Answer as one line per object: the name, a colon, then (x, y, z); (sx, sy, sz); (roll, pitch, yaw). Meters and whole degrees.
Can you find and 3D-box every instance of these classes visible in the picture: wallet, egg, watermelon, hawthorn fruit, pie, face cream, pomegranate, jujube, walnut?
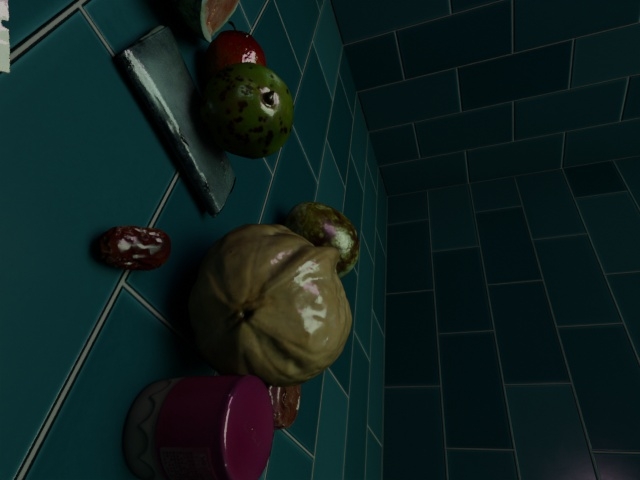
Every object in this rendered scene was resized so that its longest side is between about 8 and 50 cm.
wallet: (-0.289, -0.253, 0.929); (0.191, 0.046, 0.379); (-79, 153, -50)
egg: (0.000, 0.000, 1.399); (0.290, 0.238, 0.238); (60, 25, -20)
watermelon: (-0.257, -0.572, 0.939); (0.305, 0.180, 0.224); (-78, 151, -51)
hawthorn fruit: (-0.214, -0.452, 1.061); (0.157, 0.156, 0.194); (0, 88, -72)
pie: (-0.106, 0.436, 1.193); (0.182, 0.049, 0.183); (-3, 90, -69)
face cream: (-0.201, 0.322, 0.726); (0.175, 0.194, 0.175); (-9, 90, -72)
pomegranate: (-0.174, -0.285, 0.975); (0.211, 0.263, 0.211); (3, 84, -31)
jujube: (-0.311, 0.014, 0.715); (0.129, 0.077, 0.077); (6, 77, -66)
walnut: (-0.100, 0.131, 0.908); (0.381, 0.381, 0.382); (-8, 90, -72)

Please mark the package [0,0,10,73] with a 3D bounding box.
package: (-0.434, -0.307, 0.429); (0.251, 0.062, 0.204); (-31, 128, -81)
